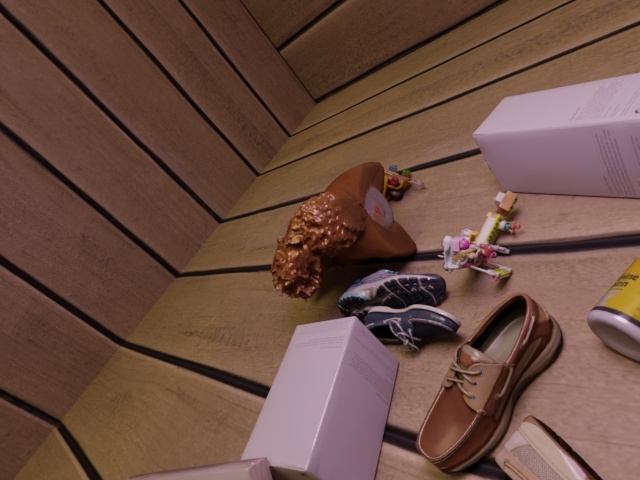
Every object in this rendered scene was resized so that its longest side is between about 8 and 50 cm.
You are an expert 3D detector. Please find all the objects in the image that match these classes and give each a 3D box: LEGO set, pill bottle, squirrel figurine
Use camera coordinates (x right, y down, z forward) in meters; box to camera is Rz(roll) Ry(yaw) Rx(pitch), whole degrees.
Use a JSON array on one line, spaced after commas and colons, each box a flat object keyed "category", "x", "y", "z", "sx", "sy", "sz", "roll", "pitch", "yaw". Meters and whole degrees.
[{"category": "LEGO set", "x": 0.378, "y": 0.004, "z": 0.877, "sx": 0.287, "sy": 0.132, "sz": 0.107, "roll": -31, "pitch": 35, "yaw": -32}, {"category": "pill bottle", "x": 0.494, "y": 0.081, "z": 0.594, "sx": 0.184, "sy": 0.103, "sz": 0.103, "roll": -45, "pitch": 26, "yaw": -7}, {"category": "squirrel figurine", "x": 0.000, "y": 0.000, "z": 1.118, "sx": 0.370, "sy": 0.281, "sz": 0.397, "roll": -29, "pitch": -7, "yaw": 39}]

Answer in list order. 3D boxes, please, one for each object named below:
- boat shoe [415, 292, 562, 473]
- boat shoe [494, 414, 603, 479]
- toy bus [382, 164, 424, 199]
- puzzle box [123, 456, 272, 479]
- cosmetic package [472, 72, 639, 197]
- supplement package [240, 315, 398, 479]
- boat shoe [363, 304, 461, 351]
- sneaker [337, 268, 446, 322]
[{"category": "boat shoe", "x": 0.265, "y": 0.221, "z": 0.677, "sx": 0.324, "sy": 0.120, "sz": 0.122, "roll": -48, "pitch": 26, "yaw": -12}, {"category": "boat shoe", "x": 0.315, "y": 0.340, "z": 0.455, "sx": 0.098, "sy": 0.109, "sz": 0.302, "roll": -49, "pitch": 23, "yaw": 7}, {"category": "toy bus", "x": 0.220, "y": -0.183, "z": 1.369, "sx": 0.202, "sy": 0.190, "sz": 0.104, "roll": -107, "pitch": 24, "yaw": -62}, {"category": "puzzle box", "x": -0.220, "y": 0.553, "z": 0.724, "sx": 0.408, "sy": 0.052, "sz": 0.272, "roll": -24, "pitch": 76, "yaw": 31}, {"category": "cosmetic package", "x": 0.545, "y": -0.213, "z": 0.869, "sx": 0.155, "sy": 0.197, "sz": 0.365, "roll": -48, "pitch": 28, "yaw": -12}, {"category": "supplement package", "x": 0.012, "y": 0.327, "z": 0.798, "sx": 0.175, "sy": 0.177, "sz": 0.293, "roll": -19, "pitch": 34, "yaw": 39}, {"category": "boat shoe", "x": 0.181, "y": 0.189, "z": 0.871, "sx": 0.254, "sy": 0.095, "sz": 0.079, "roll": -8, "pitch": 40, "yaw": 51}, {"category": "sneaker", "x": 0.172, "y": 0.110, "z": 0.994, "sx": 0.283, "sy": 0.110, "sz": 0.122, "roll": -17, "pitch": 27, "yaw": 36}]
